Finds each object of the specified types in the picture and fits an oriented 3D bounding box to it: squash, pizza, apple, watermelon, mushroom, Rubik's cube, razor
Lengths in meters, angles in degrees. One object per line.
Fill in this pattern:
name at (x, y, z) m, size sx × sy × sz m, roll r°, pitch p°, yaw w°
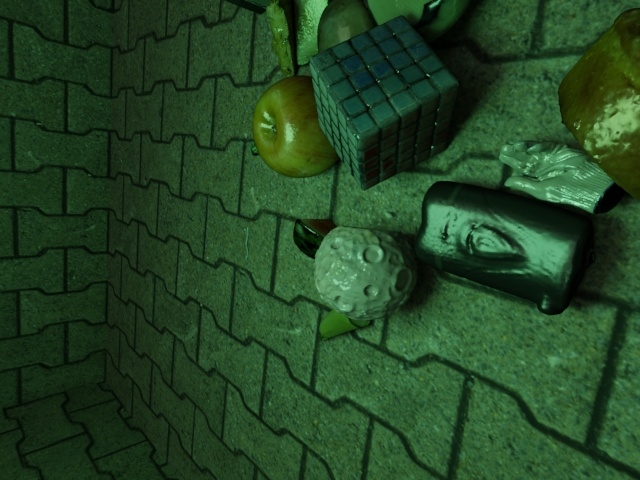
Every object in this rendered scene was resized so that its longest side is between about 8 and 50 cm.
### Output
squash at (0.052, 0.249, 1.193) m, size 0.224 × 0.094 × 0.094 m, roll -45°, pitch 62°, yaw 44°
pizza at (-0.116, -0.647, 1.184) m, size 0.075 × 0.287 × 0.280 m, roll 0°, pitch 97°, yaw 2°
apple at (-0.063, -0.319, 1.157) m, size 0.286 × 0.233 × 0.286 m, roll 5°, pitch 98°, yaw 44°
watermelon at (-0.007, 0.016, 1.214) m, size 0.193 × 0.137 × 0.145 m, roll 30°, pitch 120°, yaw -7°
mushroom at (0.083, -0.507, 1.046) m, size 0.226 × 0.178 × 0.226 m, roll 158°, pitch 90°, yaw -81°
Rubik's cube at (0.133, -0.296, 0.903) m, size 0.237 × 0.238 × 0.237 m, roll -28°, pitch 67°, yaw -4°
squash at (-0.026, -0.678, 1.158) m, size 0.111 × 0.203 × 0.288 m, roll 9°, pitch 97°, yaw 11°
razor at (0.360, 0.002, 0.837) m, size 0.349 × 0.113 × 0.204 m, roll 24°, pitch 111°, yaw 40°

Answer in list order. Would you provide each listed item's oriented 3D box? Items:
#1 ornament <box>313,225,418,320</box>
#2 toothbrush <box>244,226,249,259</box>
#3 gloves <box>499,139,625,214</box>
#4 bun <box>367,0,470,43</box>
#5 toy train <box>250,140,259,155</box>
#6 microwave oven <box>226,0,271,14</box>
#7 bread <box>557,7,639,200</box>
ornament at (0.110, 0.080, 0.998) m, size 0.259 × 0.259 × 0.225 m, roll 10°, pitch 95°, yaw 44°
toothbrush at (-0.281, 0.011, 1.554) m, size 0.013 × 0.011 × 0.131 m, roll 10°, pitch 100°, yaw 23°
gloves at (0.440, -0.125, 0.762) m, size 0.229 × 0.097 × 0.119 m, roll 41°, pitch 107°, yaw 34°
bun at (0.237, -0.582, 0.893) m, size 0.283 × 0.179 × 0.283 m, roll 36°, pitch 138°, yaw 41°
toy train at (-0.219, -0.343, 1.454) m, size 0.083 × 0.033 × 0.053 m, roll -20°, pitch 83°, yaw 44°
microwave oven at (-0.247, -0.920, 1.313) m, size 0.355 × 0.218 × 0.286 m, roll 39°, pitch 120°, yaw 36°
bread at (0.491, -0.182, 0.580) m, size 0.172 × 0.312 × 0.312 m, roll -45°, pitch 62°, yaw 48°
